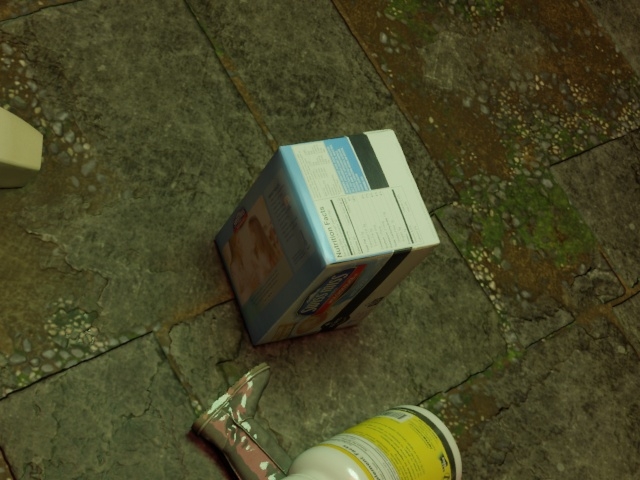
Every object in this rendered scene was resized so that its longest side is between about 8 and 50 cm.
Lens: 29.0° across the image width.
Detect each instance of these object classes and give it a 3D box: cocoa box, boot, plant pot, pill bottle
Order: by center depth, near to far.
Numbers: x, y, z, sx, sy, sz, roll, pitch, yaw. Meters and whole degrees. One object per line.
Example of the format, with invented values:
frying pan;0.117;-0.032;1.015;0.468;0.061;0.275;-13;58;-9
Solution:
pill bottle;0.064;0.400;1.995;0.334;0.188;0.188;-18;71;-46
boot;-0.090;0.333;2.071;0.208;0.076;0.189;42;66;9
plant pot;-0.535;-0.149;2.116;0.096;0.109;0.109;17;55;-31
cocoa box;0.000;0.000;2.132;0.228;0.347;0.231;-11;69;-30
